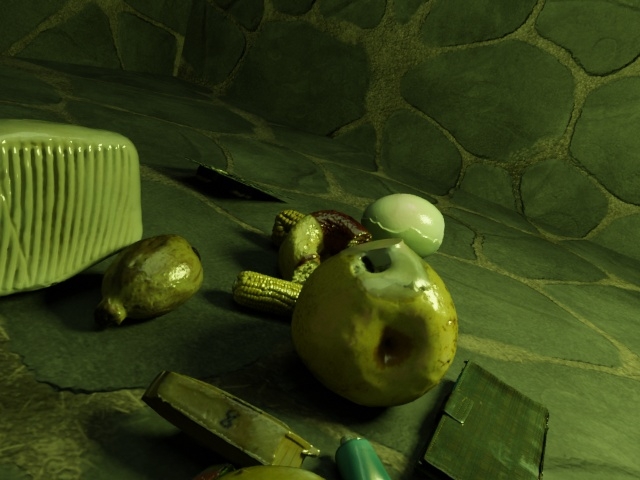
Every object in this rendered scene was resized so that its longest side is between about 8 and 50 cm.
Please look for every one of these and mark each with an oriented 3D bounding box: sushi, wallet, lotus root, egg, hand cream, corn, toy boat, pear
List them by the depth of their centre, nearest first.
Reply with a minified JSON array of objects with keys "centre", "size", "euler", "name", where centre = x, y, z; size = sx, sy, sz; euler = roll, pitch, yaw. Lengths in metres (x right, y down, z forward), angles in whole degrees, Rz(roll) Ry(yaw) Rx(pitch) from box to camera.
[{"centre":[0.072,0.315,0.629],"size":[0.083,0.048,0.224],"euler":[10,26,-30],"name":"hand cream"},{"centre":[-0.112,0.223,0.647],"size":[0.226,0.088,0.068],"euler":[22,55,15],"name":"toy boat"},{"centre":[0.258,0.298,0.831],"size":[0.169,0.044,0.317],"euler":[28,23,17],"name":"wallet"},{"centre":[0.082,0.130,0.870],"size":[0.271,0.271,0.271],"euler":[16,19,-6],"name":"pear"},{"centre":[-0.274,0.065,0.879],"size":[0.138,0.138,0.214],"euler":[22,32,10],"name":"lotus root"},{"centre":[-0.066,0.108,1.020],"size":[0.203,0.072,0.072],"euler":[16,20,-11],"name":"corn"},{"centre":[0.021,0.018,1.288],"size":[0.313,0.102,0.102],"euler":[24,20,17],"name":"corn"},{"centre":[0.218,-0.040,1.501],"size":[0.217,0.183,0.183],"euler":[9,21,-15],"name":"egg"},{"centre":[-0.254,-0.163,1.614],"size":[0.290,0.050,0.264],"euler":[24,6,22],"name":"sushi"}]

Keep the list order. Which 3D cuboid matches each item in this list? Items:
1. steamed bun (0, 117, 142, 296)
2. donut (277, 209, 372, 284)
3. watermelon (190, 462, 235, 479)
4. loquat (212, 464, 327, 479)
[{"centre":[-0.483,-0.063,0.834],"size":[0.236,0.247,0.383],"euler":[17,27,34],"name":"steamed bun"},{"centre":[-0.002,0.001,1.183],"size":[0.217,0.085,0.141],"euler":[-27,61,-24],"name":"donut"},{"centre":[-0.122,0.265,0.542],"size":[0.087,0.069,0.163],"euler":[27,19,21],"name":"watermelon"},{"centre":[-0.035,0.274,0.470],"size":[0.195,0.152,0.152],"euler":[11,20,-29],"name":"loquat"}]
